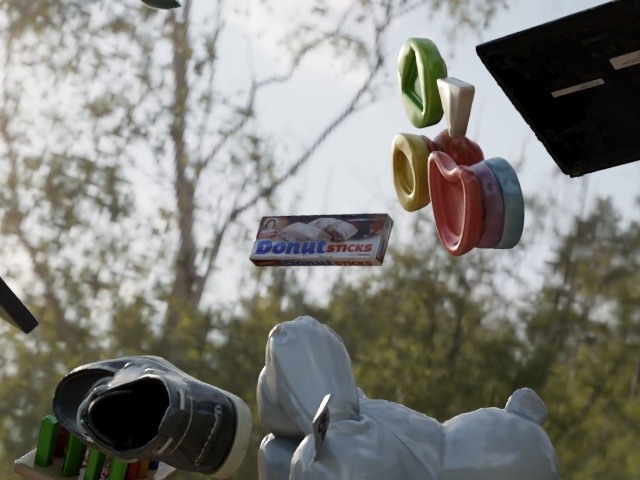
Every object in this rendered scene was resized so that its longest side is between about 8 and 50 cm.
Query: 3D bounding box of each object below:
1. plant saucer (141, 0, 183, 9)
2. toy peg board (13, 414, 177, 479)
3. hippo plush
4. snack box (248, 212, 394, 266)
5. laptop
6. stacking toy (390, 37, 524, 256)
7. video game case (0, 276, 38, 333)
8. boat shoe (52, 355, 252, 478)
[{"bbox_3d":[-0.331,-0.460,2.021,0.317,0.044,0.317,47,4,-4],"label":"plant saucer"},{"bbox_3d":[-0.284,0.271,1.745,0.161,0.079,0.161,20,18,17],"label":"toy peg board"},{"bbox_3d":[0.081,0.175,1.163,0.237,0.234,0.294,-3,-22,-13],"label":"hippo plush"},{"bbox_3d":[0.000,0.000,1.619,0.178,0.064,0.022,-1,-31,31],"label":"snack box"},{"bbox_3d":[0.294,-0.147,1.085,0.234,0.136,0.264,-15,-43,32],"label":"laptop"},{"bbox_3d":[0.211,-0.141,1.909,0.130,0.279,0.309,-8,28,-15],"label":"stacking toy"},{"bbox_3d":[-0.460,0.008,1.625,0.274,0.026,0.196,18,-32,52],"label":"video game case"},{"bbox_3d":[-0.149,0.128,1.026,0.079,0.084,0.233,16,-7,-38],"label":"boat shoe"}]
